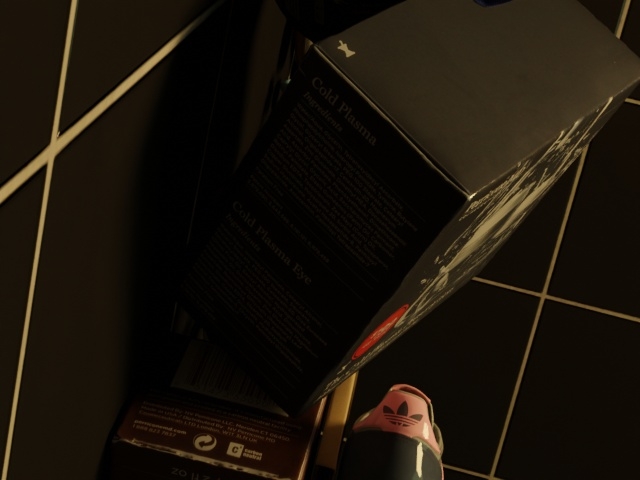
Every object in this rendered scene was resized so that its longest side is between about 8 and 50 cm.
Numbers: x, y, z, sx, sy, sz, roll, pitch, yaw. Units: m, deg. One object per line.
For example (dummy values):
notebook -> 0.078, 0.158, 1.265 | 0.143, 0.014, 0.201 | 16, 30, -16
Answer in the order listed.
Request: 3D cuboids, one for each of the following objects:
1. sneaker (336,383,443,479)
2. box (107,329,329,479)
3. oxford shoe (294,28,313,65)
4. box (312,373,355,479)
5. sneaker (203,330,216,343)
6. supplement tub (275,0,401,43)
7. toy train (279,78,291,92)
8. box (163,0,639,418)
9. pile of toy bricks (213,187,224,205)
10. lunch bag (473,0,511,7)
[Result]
sneaker -> 0.077, 0.204, 1.434 | 0.319, 0.112, 0.131 | 82, 23, -86
box -> -0.097, 0.223, 1.377 | 0.167, 0.168, 0.203 | -71, 173, -57
oxford shoe -> -0.001, -0.294, 1.736 | 0.076, 0.076, 0.212 | -147, -116, -62
box -> 0.011, 0.190, 1.429 | 0.201, 0.021, 0.164 | -74, 176, -48
sneaker -> -0.064, -0.001, 1.645 | 0.296, 0.104, 0.147 | -65, 157, -45
supplement tub -> 0.043, -0.286, 1.354 | 0.316, 0.193, 0.194 | 86, 19, -76
toy train -> 0.007, -0.129, 1.745 | 0.125, 0.046, 0.166 | 104, -37, -71
box -> 0.078, -0.057, 1.348 | 0.343, 0.179, 0.312 | -34, 164, -47
pile of toy bricks -> -0.011, 0.013, 1.549 | 0.212, 0.105, 0.118 | 18, 78, -44
lunch bag -> 0.117, -0.419, 1.036 | 0.385, 0.239, 0.328 | 41, 45, -35
